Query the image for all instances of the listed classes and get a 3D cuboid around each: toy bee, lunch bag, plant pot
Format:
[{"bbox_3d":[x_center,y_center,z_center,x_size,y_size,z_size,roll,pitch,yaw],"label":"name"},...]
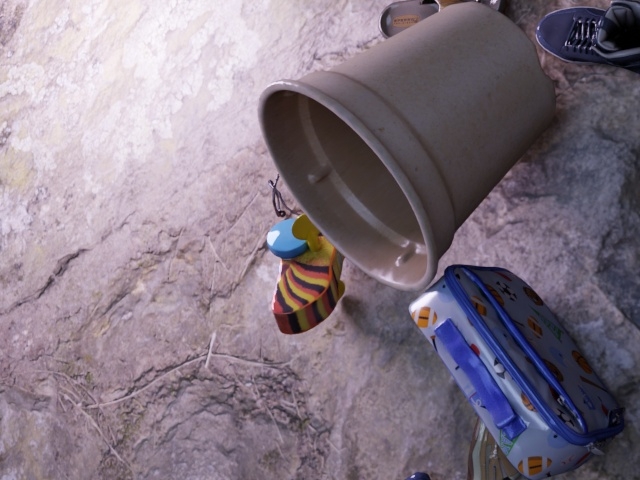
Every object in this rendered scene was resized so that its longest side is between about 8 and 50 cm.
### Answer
[{"bbox_3d":[0.000,0.000,1.572,0.162,0.195,0.298,-11,67,8],"label":"toy bee"},{"bbox_3d":[0.260,0.168,1.330,0.115,0.243,0.303,-46,62,22],"label":"lunch bag"},{"bbox_3d":[0.137,-0.154,1.375,0.305,0.333,0.334,-39,58,-19],"label":"plant pot"}]

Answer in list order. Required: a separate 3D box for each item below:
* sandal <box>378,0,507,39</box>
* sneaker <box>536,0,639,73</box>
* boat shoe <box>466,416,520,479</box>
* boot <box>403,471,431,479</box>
[{"bbox_3d":[0.177,-0.346,1.545,0.219,0.060,0.089,3,87,34],"label":"sandal"},{"bbox_3d":[0.367,-0.278,1.353,0.226,0.163,0.086,22,99,35],"label":"sneaker"},{"bbox_3d":[0.248,0.319,1.438,0.072,0.068,0.189,10,101,22],"label":"boat shoe"},{"bbox_3d":[0.115,0.429,1.518,0.190,0.069,0.086,-51,29,32],"label":"boot"}]
